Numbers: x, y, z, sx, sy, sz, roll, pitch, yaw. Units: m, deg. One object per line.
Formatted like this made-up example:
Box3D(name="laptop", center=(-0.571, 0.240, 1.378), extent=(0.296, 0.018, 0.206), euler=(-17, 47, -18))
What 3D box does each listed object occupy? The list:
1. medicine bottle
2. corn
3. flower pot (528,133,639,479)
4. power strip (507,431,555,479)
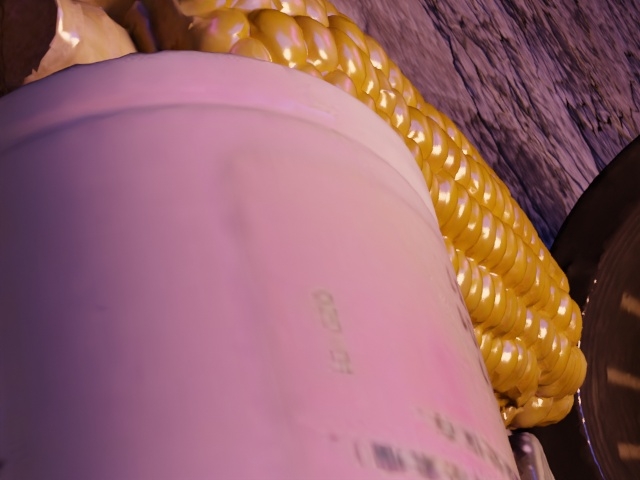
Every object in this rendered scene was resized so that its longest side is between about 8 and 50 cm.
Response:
Box3D(name="medicine bottle", center=(-0.022, 0.095, 0.391), extent=(0.152, 0.152, 0.254), euler=(39, 28, -41))
Box3D(name="corn", center=(0.000, 0.000, 0.613), extent=(0.347, 0.130, 0.130), euler=(35, 30, -54))
Box3D(name="flower pot", center=(0.299, 0.085, 0.952), extent=(0.330, 0.293, 0.293), euler=(22, 40, -63))
Box3D(name="power strip", center=(0.070, 0.194, 0.548), extent=(0.198, 0.064, 0.213), euler=(68, 14, -49))
